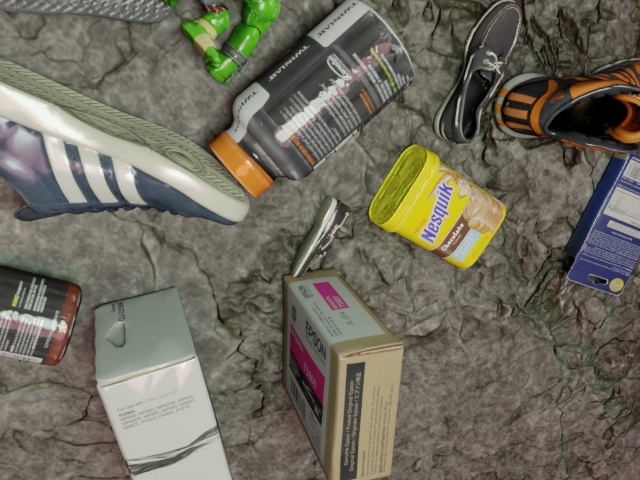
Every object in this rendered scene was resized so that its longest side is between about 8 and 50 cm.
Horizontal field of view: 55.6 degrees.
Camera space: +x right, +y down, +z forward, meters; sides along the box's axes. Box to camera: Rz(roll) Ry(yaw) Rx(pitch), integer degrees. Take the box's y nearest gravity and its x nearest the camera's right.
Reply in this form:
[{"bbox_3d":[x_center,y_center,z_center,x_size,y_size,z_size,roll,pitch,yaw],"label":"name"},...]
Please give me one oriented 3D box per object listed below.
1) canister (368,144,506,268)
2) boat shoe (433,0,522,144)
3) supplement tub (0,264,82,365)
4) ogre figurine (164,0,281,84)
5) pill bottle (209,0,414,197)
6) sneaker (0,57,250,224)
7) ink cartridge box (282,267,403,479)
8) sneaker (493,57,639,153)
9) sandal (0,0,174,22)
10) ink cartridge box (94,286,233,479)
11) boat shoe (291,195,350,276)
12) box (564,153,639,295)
[{"bbox_3d":[0.173,-0.044,0.879,0.169,0.073,0.126,27,100,-27],"label":"canister"},{"bbox_3d":[0.228,-0.226,0.829,0.075,0.065,0.206,20,103,-24],"label":"boat shoe"},{"bbox_3d":[-0.394,0.078,0.713,0.197,0.106,0.106,19,103,-24],"label":"supplement tub"},{"bbox_3d":[-0.111,-0.280,0.672,0.118,0.097,0.197,-42,125,-10],"label":"ogre figurine"},{"bbox_3d":[-0.017,-0.162,0.733,0.245,0.130,0.130,-42,118,0],"label":"pill bottle"},{"bbox_3d":[-0.258,-0.072,0.698,0.349,0.131,0.148,24,108,-20],"label":"sneaker"},{"bbox_3d":[0.018,0.172,0.817,0.088,0.235,0.194,-6,112,-18],"label":"ink cartridge box"},{"bbox_3d":[0.423,-0.178,0.851,0.320,0.180,0.125,-12,114,-14],"label":"sneaker"},{"bbox_3d":[-0.284,-0.285,0.644,0.254,0.054,0.097,6,116,-31],"label":"sandal"},{"bbox_3d":[-0.197,0.225,0.786,0.114,0.197,0.273,-17,115,-14],"label":"ink cartridge box"},{"bbox_3d":[0.000,0.000,0.853,0.038,0.046,0.125,27,92,-21],"label":"boat shoe"},{"bbox_3d":[0.499,-0.025,1.018,0.136,0.036,0.226,17,103,-24],"label":"box"}]
